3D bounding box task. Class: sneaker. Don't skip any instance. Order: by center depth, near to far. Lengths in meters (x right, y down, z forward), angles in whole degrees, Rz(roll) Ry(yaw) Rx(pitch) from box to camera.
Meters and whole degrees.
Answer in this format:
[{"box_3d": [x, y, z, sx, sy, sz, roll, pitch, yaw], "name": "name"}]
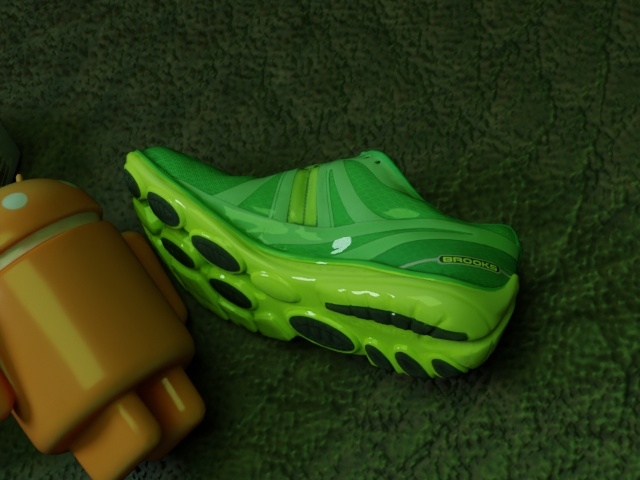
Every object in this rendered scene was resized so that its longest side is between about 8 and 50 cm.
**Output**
[{"box_3d": [0.000, 0.000, 1.111, 0.295, 0.109, 0.123, 21, 52, 25], "name": "sneaker"}]

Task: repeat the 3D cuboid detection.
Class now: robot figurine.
[{"box_3d": [-0.170, 0.052, 1.099, 0.158, 0.128, 0.219, -34, 80, -9], "name": "robot figurine"}]

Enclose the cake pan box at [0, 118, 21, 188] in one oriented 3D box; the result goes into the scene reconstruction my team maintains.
[{"box_3d": [-0.363, 0.023, 1.179, 0.245, 0.070, 0.267, -1, 55, 18], "name": "cake pan box"}]
